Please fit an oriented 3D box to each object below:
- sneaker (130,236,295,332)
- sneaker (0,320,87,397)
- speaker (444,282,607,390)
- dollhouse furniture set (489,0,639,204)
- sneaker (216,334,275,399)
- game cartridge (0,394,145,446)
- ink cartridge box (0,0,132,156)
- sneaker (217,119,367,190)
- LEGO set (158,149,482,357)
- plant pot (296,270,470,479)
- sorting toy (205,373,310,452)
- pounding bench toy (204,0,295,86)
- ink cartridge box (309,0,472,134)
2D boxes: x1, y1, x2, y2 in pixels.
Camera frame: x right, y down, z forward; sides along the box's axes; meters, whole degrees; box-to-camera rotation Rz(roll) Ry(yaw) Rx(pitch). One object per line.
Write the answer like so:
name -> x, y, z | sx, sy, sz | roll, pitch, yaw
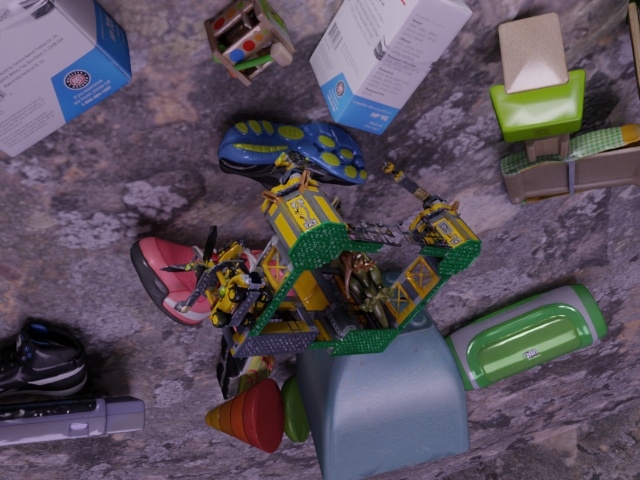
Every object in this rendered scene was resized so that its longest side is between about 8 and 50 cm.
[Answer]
sneaker -> -0.121, 0.048, 0.811 | 0.136, 0.116, 0.314 | -43, 142, 9
sneaker -> -0.449, 0.166, 0.843 | 0.217, 0.079, 0.121 | 0, 130, -23
speaker -> 0.399, 0.193, 1.174 | 0.297, 0.131, 0.131 | -25, 143, 10
dollhouse furniture set -> 0.319, -0.163, 0.731 | 0.198, 0.151, 0.301 | -7, 166, 20
sneaker -> -0.120, 0.203, 1.023 | 0.094, 0.081, 0.208 | -8, 150, -24
game cartridge -> -0.463, 0.277, 0.906 | 0.355, 0.068, 0.230 | 1, 163, -23
ink cartridge box -> -0.266, -0.173, 0.460 | 0.140, 0.082, 0.190 | -28, 141, 13
sneaker -> -0.030, -0.095, 0.687 | 0.188, 0.067, 0.078 | 3, 160, -28
LEGO set -> 0.000, 0.000, 0.690 | 0.332, 0.192, 0.255 | -2, 135, -37
plant pot -> 0.088, 0.196, 0.967 | 0.247, 0.247, 0.252 | -12, 125, -8
sorting toy -> -0.099, 0.322, 1.119 | 0.126, 0.127, 0.365 | -9, 167, 17
pounding bench toy -> -0.065, -0.175, 0.539 | 0.065, 0.083, 0.052 | -33, 141, 18
ink cartridge box -> 0.068, -0.200, 0.543 | 0.060, 0.104, 0.180 | 10, 136, -32
